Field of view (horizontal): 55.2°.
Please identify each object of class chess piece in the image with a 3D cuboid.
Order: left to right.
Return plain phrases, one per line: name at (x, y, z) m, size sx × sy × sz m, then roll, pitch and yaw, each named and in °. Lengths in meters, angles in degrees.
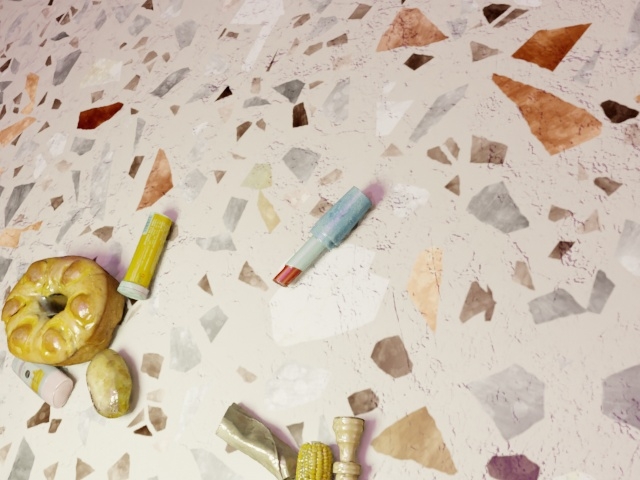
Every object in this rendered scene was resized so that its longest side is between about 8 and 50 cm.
chess piece at (0.049, 0.413, 1.116) m, size 0.060 × 0.060 × 0.172 m, roll -7°, pitch 64°, yaw 25°

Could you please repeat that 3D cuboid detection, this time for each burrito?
burrito at (-0.123, 0.398, 1.204) m, size 0.225 × 0.087 × 0.061 m, roll 27°, pitch 119°, yaw 31°

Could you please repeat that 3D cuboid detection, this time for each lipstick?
lipstick at (0.000, 0.000, 1.335) m, size 0.274 × 0.061 × 0.068 m, roll -47°, pitch 57°, yaw 0°

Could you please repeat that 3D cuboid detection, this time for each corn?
corn at (-0.016, 0.470, 1.111) m, size 0.071 × 0.072 × 0.203 m, roll -6°, pitch 65°, yaw 26°

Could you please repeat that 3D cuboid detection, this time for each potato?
potato at (-0.488, 0.334, 1.421) m, size 0.107 × 0.080 × 0.171 m, roll -39°, pitch 60°, yaw 5°

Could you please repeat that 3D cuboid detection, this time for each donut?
donut at (-0.646, 0.175, 1.539) m, size 0.299 × 0.150 × 0.317 m, roll -45°, pitch 54°, yaw 2°

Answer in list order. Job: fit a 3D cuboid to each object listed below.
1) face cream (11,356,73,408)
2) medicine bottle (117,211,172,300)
face cream at (-0.704, 0.345, 1.543) m, size 0.198 × 0.057 × 0.084 m, roll 20°, pitch 90°, yaw 34°
medicine bottle at (-0.438, 0.038, 1.544) m, size 0.073 × 0.074 × 0.218 m, roll 5°, pitch 68°, yaw 29°
